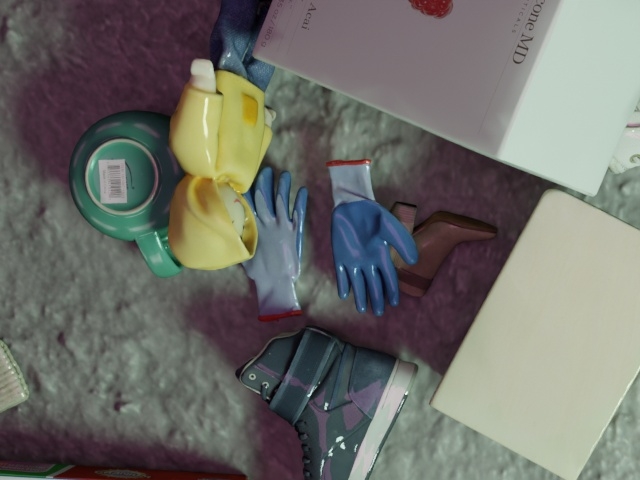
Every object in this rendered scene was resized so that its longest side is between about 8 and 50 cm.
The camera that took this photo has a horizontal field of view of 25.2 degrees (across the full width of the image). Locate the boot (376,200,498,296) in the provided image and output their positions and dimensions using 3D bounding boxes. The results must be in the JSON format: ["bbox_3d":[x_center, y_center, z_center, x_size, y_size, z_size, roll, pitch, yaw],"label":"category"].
[{"bbox_3d":[0.106,0.014,1.404,0.118,0.042,0.087,15,102,9],"label":"boot"}]

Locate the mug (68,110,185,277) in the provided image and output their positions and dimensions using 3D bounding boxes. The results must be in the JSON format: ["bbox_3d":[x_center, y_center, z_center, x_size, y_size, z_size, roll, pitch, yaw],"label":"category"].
[{"bbox_3d":[-0.172,-0.055,1.413,0.158,0.097,0.129,41,99,5],"label":"mug"}]

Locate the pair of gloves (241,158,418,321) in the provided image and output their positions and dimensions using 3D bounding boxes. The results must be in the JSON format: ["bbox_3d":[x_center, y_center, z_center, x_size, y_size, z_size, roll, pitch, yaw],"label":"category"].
[{"bbox_3d":[0.000,0.000,1.408,0.198,0.023,0.159,-7,97,25],"label":"pair of gloves"}]

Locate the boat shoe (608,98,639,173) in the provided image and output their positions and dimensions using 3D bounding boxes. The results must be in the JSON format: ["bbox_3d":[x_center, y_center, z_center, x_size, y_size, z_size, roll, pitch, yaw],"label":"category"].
[{"bbox_3d":[0.287,-0.109,1.339,0.277,0.098,0.096,10,95,18],"label":"boat shoe"}]

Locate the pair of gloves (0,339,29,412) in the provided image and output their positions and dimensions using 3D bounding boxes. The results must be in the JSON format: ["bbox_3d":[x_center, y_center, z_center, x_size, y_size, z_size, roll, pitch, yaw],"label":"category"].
[{"bbox_3d":[-0.387,0.238,1.496,0.204,0.042,0.240,-17,90,10],"label":"pair of gloves"}]

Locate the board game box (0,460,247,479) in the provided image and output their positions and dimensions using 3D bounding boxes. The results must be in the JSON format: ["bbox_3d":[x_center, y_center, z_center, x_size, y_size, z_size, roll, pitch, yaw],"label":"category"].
[{"bbox_3d":[-0.237,0.349,1.434,0.317,0.064,0.242,4,92,-2],"label":"board game box"}]

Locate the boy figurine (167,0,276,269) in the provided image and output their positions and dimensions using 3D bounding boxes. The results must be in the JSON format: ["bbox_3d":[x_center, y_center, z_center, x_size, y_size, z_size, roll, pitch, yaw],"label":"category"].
[{"bbox_3d":[-0.085,-0.114,1.348,0.092,0.177,0.285,6,76,19],"label":"boy figurine"}]

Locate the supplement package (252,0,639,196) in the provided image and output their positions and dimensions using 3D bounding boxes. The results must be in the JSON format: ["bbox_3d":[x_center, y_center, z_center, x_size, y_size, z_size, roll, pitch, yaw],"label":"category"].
[{"bbox_3d":[0.121,-0.181,1.257,0.293,0.175,0.177,27,98,38],"label":"supplement package"}]

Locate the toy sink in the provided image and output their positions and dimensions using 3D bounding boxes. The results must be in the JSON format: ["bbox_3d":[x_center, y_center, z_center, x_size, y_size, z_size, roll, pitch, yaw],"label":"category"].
[{"bbox_3d":[0.227,0.077,1.339,0.153,0.131,0.234,28,102,7],"label":"toy sink"}]

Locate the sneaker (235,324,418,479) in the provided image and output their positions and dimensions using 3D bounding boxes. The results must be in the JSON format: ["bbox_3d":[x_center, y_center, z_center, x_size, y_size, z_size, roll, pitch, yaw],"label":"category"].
[{"bbox_3d":[-0.022,0.194,1.404,0.163,0.086,0.226,23,90,0],"label":"sneaker"}]
